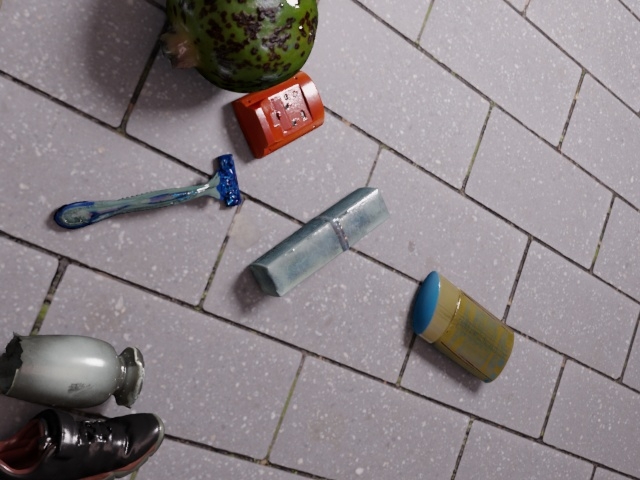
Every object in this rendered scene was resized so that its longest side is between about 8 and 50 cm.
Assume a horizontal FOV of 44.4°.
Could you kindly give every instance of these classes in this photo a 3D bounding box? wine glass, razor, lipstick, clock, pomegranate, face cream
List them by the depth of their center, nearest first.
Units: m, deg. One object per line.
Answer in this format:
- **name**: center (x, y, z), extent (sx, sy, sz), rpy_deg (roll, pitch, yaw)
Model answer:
- **wine glass**: center (-0.378, 0.201, 1.202), extent (0.204, 0.111, 0.111), rpy_deg (15, 85, -36)
- **pomegranate**: center (-0.138, -0.354, 1.251), extent (0.271, 0.254, 0.254), rpy_deg (-28, 109, -16)
- **razor**: center (-0.272, -0.070, 1.289), extent (0.324, 0.056, 0.093), rpy_deg (-16, 104, -32)
- **clock**: center (-0.068, -0.230, 1.413), extent (0.155, 0.061, 0.113), rpy_deg (-34, 111, -30)
- **lipstick**: center (0.000, 0.000, 1.466), extent (0.290, 0.077, 0.076), rpy_deg (-34, 113, -26)
- **face cream**: center (0.307, 0.191, 1.698), extent (0.285, 0.067, 0.139), rpy_deg (36, 73, -32)

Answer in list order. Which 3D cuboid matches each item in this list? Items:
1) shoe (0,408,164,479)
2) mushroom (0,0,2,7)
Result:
- **shoe**: center (-0.385, 0.310, 1.189), extent (0.291, 0.114, 0.137), rpy_deg (-18, 124, -27)
- **mushroom**: center (-0.513, -0.345, 1.014), extent (0.204, 0.204, 0.204), rpy_deg (-3, 95, -34)
